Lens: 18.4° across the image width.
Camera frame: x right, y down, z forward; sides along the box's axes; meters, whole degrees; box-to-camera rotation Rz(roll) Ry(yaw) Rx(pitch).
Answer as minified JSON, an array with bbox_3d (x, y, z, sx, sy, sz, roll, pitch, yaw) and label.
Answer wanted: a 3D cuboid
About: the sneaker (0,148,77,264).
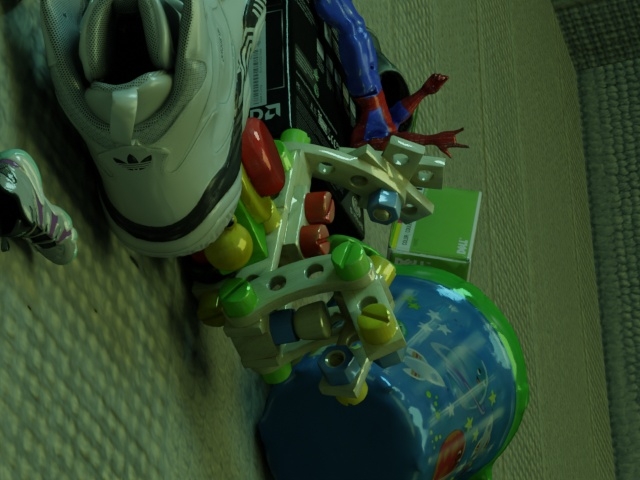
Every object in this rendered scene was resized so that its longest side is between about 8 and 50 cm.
[{"bbox_3d":[-0.207,-0.008,1.379,0.098,0.038,0.069,59,24,-27],"label":"sneaker"}]

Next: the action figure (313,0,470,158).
[{"bbox_3d":[0.076,-0.176,1.991,0.091,0.139,0.280,-39,119,-72],"label":"action figure"}]

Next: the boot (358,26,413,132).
[{"bbox_3d":[0.059,-0.133,2.191,0.208,0.076,0.190,-123,-155,-61],"label":"boot"}]

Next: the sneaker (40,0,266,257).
[{"bbox_3d":[-0.126,-0.188,1.555,0.210,0.137,0.366,74,15,-62],"label":"sneaker"}]

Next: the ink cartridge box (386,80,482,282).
[{"bbox_3d":[0.132,-0.024,2.228,0.189,0.097,0.255,-71,170,-63],"label":"ink cartridge box"}]

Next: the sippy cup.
[{"bbox_3d":[0.057,0.161,1.894,0.240,0.305,0.224,-63,166,23],"label":"sippy cup"}]

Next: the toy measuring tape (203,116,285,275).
[{"bbox_3d":[-0.098,-0.099,1.721,0.330,0.121,0.121,-100,169,-48],"label":"toy measuring tape"}]

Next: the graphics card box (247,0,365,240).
[{"bbox_3d":[-0.035,-0.199,2.025,0.233,0.094,0.371,55,27,-57],"label":"graphics card box"}]

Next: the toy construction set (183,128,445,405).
[{"bbox_3d":[0.000,0.000,1.755,0.328,0.215,0.151,-69,148,-51],"label":"toy construction set"}]
